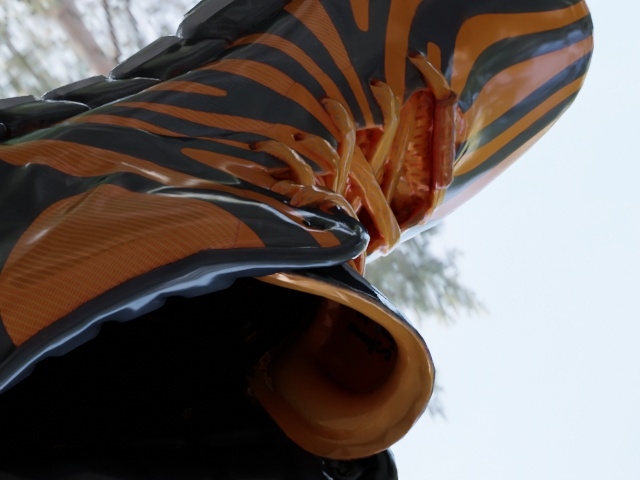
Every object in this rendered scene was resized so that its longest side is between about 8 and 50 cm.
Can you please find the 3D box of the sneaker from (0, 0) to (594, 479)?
[{"bbox_3d":[0.000,0.000,0.579,0.321,0.125,0.180,-27,-146,-29],"label":"sneaker"}]
